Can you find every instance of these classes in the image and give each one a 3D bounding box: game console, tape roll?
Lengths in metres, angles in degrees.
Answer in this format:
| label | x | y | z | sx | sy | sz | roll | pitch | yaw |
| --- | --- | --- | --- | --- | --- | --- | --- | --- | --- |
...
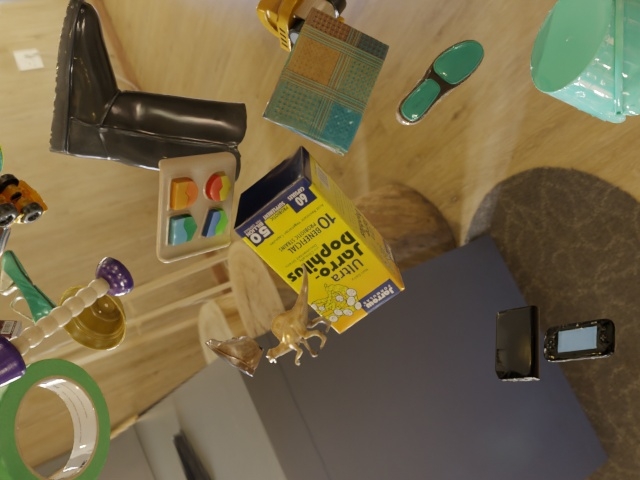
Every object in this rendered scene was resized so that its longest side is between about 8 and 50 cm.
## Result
| label | x | y | z | sx | sy | sz | roll | pitch | yaw |
| --- | --- | --- | --- | --- | --- | --- | --- | --- | --- |
| game console | 0.642 | 0.274 | 1.613 | 0.361 | 0.043 | 0.213 | -22 | 52 | 49 |
| tape roll | -0.626 | 0.437 | 1.335 | 0.077 | 0.321 | 0.322 | -19 | 91 | 20 |

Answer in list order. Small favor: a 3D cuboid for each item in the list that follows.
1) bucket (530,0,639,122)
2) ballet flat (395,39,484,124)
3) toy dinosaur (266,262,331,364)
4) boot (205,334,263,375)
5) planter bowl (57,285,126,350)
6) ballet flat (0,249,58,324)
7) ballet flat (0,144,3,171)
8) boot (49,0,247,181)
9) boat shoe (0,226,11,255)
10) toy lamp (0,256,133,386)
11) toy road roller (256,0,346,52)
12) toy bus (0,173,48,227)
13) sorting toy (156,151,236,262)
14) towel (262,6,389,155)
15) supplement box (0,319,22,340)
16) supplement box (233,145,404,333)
| label | x | y | z | sx | sy | sz | roll | pitch | yaw |
| --- | --- | --- | --- | --- | --- | --- | --- | --- | --- |
| bucket | 0.605 | -0.411 | 1.253 | 0.281 | 0.182 | 0.282 | -168 | 90 | -72 |
| ballet flat | 0.325 | -0.443 | 1.637 | 0.108 | 0.316 | 0.106 | 49 | 175 | -1 |
| toy dinosaur | -0.032 | 0.138 | 0.948 | 0.053 | 0.092 | 0.183 | -69 | 2 | -76 |
| boot | -0.316 | 0.403 | 2.148 | 0.305 | 0.115 | 0.112 | 11 | 153 | 48 |
| planter bowl | -0.653 | 0.210 | 1.717 | 0.217 | 0.090 | 0.217 | 5 | 114 | 11 |
| ballet flat | -0.766 | 0.128 | 1.484 | 0.247 | 0.087 | 0.083 | 45 | 152 | 14 |
| ballet flat | -0.662 | -0.217 | 1.061 | 0.077 | 0.077 | 0.231 | 36 | 155 | 34 |
| boot | -0.391 | -0.344 | 1.404 | 0.146 | 0.444 | 0.367 | -119 | 41 | -63 |
| boat shoe | -0.695 | 0.001 | 1.198 | 0.183 | 0.066 | 0.066 | -12 | 61 | 47 |
| toy lamp | -0.401 | 0.122 | 0.857 | 0.080 | 0.275 | 0.080 | 15 | 125 | 23 |
| toy road roller | -0.065 | -0.691 | 1.870 | 0.240 | 0.203 | 0.329 | 33 | 168 | 10 |
| toy bus | -0.903 | -0.063 | 1.594 | 0.149 | 0.220 | 0.211 | 44 | 106 | 8 |
| sorting toy | -0.248 | -0.069 | 1.192 | 0.038 | 0.193 | 0.209 | 19 | 113 | 35 |
| towel | 0.021 | -0.463 | 1.697 | 0.371 | 0.271 | 0.040 | -68 | 11 | -9 |
| supplement box | -0.989 | 0.294 | 1.659 | 0.073 | 0.239 | 0.130 | -111 | 29 | -57 |
| supplement box | 0.000 | 0.000 | 1.317 | 0.356 | 0.194 | 0.195 | 46 | -163 | -23 |
